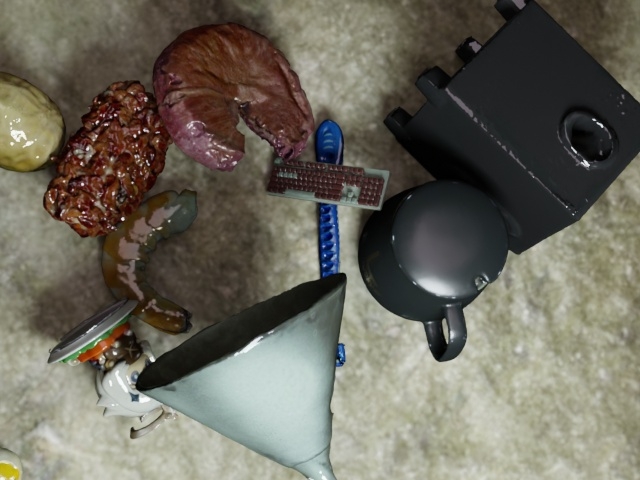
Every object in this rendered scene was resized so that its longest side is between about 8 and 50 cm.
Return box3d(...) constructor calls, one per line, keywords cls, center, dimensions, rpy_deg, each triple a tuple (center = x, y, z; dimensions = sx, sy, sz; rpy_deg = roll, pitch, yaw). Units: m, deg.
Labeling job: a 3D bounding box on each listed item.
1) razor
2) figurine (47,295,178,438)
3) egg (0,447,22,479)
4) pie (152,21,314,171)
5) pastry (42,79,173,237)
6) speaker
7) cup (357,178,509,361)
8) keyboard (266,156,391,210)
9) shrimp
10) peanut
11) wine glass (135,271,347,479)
box3d(cls="razor", center=(0.005, 0.004, 1.577), dimensions=(0.093, 0.056, 0.324), rpy_deg=(-4, 72, 26))
box3d(cls="figurine", center=(-0.235, 0.162, 1.479), dimensions=(0.132, 0.132, 0.154), rpy_deg=(-36, 99, -14))
box3d(cls="egg", center=(-0.388, 0.275, 1.442), dimensions=(0.083, 0.071, 0.071), rpy_deg=(0, 79, -8))
box3d(cls="pie", center=(-0.108, -0.178, 1.546), dimensions=(0.218, 0.054, 0.204), rpy_deg=(-30, 86, -42))
box3d(cls="pastry", center=(-0.256, -0.097, 1.517), dimensions=(0.115, 0.097, 0.208), rpy_deg=(22, 69, 8))
box3d(cls="speaker", center=(0.242, -0.141, 1.551), dimensions=(0.254, 0.232, 0.184), rpy_deg=(44, 74, 0))
box3d(cls="cup", center=(0.147, 0.035, 1.530), dimensions=(0.169, 0.176, 0.223), rpy_deg=(-9, 80, -15))
box3d(cls="keyboard", center=(0.008, -0.075, 1.560), dimensions=(0.166, 0.017, 0.055), rpy_deg=(9, 74, 29))
box3d(cls="shrimp", center=(-0.186, 0.028, 1.540), dimensions=(0.161, 0.049, 0.166), rpy_deg=(-37, 89, -12))
box3d(cls="peanut", center=(-0.420, -0.163, 1.497), dimensions=(0.236, 0.120, 0.110), rpy_deg=(25, 92, -8))
box3d(cls="wine glass", center=(0.001, 0.267, 1.408), dimensions=(0.267, 0.267, 0.406), rpy_deg=(-30, 99, -14))
